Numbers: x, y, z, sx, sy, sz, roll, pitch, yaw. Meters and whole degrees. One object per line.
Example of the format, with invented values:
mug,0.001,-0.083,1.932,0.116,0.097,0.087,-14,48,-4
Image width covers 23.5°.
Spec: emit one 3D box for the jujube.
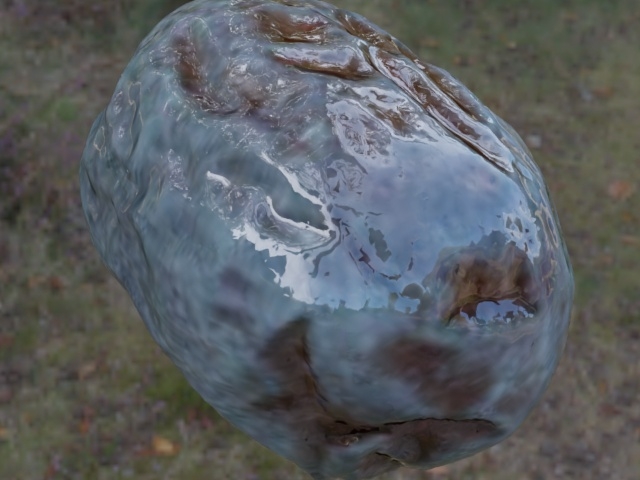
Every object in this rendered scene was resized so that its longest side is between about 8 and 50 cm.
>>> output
jujube,0.005,-0.007,0.840,0.215,0.246,0.308,-45,54,1
